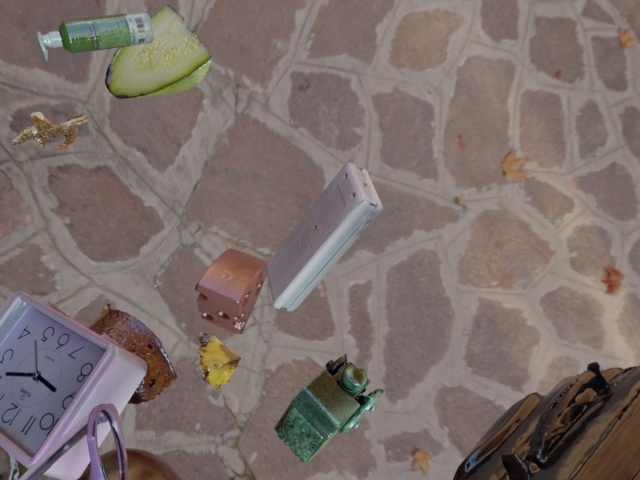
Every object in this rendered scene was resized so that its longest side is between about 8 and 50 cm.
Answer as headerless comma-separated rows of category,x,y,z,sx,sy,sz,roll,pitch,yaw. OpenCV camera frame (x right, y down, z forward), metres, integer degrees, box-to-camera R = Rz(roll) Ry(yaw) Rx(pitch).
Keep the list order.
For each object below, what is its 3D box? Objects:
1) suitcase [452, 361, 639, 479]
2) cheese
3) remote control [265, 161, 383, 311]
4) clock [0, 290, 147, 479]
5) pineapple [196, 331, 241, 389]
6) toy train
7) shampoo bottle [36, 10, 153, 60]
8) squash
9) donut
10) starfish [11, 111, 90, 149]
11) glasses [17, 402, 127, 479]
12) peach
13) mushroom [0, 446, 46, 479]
suitcase,0.261,0.292,0.490,0.345,0.188,0.339,-24,84,-37
cheese,-0.228,0.123,1.403,0.128,0.177,0.202,23,90,8
remote control,0.000,0.000,1.020,0.056,0.277,0.103,19,35,-32
clock,-0.315,0.156,0.662,0.197,0.063,0.150,20,69,28
pineapple,-0.202,0.217,1.113,0.077,0.114,0.114,-34,66,3
toy train,0.019,0.430,1.476,0.167,0.299,0.238,43,50,16
shampoo bottle,-0.422,-0.385,1.091,0.205,0.065,0.065,-18,91,-25
squash,-0.392,-0.415,1.353,0.155,0.204,0.237,-9,52,-39
donut,-0.410,0.240,1.224,0.126,0.144,0.186,-49,127,-49
starfish,-0.517,-0.218,1.112,0.150,0.210,0.053,-23,94,-10
glasses,-0.154,0.150,0.289,0.104,0.140,0.062,-14,131,-8
peach,-0.364,0.504,1.054,0.253,0.252,0.252,1,85,-16
mushroom,-0.745,0.460,1.164,0.362,0.294,0.362,0,89,-9
